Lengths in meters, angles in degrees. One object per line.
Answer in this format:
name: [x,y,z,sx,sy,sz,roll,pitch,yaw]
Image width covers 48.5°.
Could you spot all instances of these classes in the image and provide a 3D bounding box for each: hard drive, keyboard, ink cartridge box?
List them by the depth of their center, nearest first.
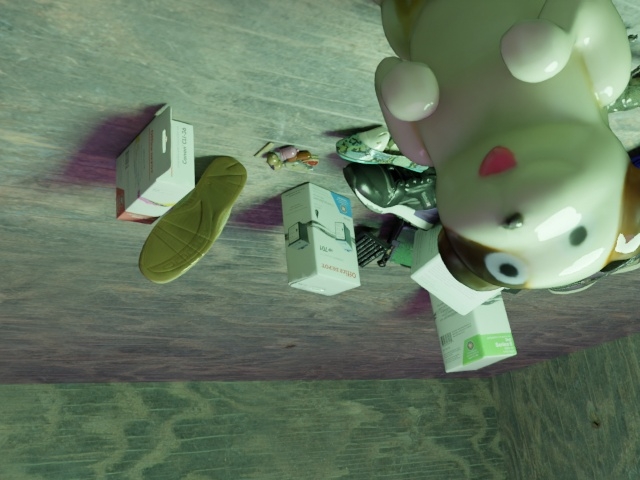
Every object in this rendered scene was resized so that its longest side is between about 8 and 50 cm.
ink cartridge box: [-0.257,-0.116,1.132,0.067,0.115,0.198,10,154,-36]
ink cartridge box: [0.000,0.000,1.413,0.082,0.191,0.139,-22,155,34]
hard drive: [0.328,0.024,1.622,0.338,0.064,0.237,13,158,0]
keyboard: [0.114,0.030,1.676,0.108,0.023,0.180,29,160,-7]
ink cartridge box: [0.417,0.213,1.996,0.114,0.273,0.198,0,159,-24]

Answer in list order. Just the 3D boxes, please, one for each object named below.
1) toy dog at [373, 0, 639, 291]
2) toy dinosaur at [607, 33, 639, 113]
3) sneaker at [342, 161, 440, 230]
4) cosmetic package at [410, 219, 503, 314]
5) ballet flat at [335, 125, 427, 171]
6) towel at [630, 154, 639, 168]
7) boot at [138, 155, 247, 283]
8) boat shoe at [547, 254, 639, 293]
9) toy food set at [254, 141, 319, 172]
toy dog: [0.202,-0.143,0.793,0.284,0.408,0.395,-13,158,17]
toy dinosaur: [0.413,-0.232,1.047,0.268,0.118,0.064,-18,-158,-5]
sneaker: [0.161,-0.114,1.336,0.124,0.107,0.283,-41,146,27]
cosmetic package: [0.298,0.018,1.417,0.151,0.151,0.183,36,128,-16]
ballet flat: [0.115,-0.165,1.221,0.188,0.070,0.070,4,157,-31]
towel: [0.724,-0.168,1.385,0.227,0.076,0.308,-4,160,-29]
boot: [-0.236,-0.010,1.270,0.095,0.262,0.203,33,153,-6]
boat shoe: [0.755,0.065,1.968,0.285,0.103,0.092,-21,151,23]
toy food set: [-0.051,-0.142,1.263,0.122,0.019,0.078,8,155,-35]
